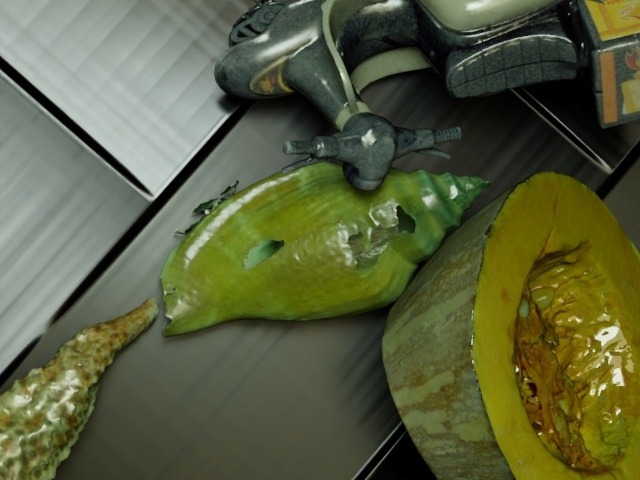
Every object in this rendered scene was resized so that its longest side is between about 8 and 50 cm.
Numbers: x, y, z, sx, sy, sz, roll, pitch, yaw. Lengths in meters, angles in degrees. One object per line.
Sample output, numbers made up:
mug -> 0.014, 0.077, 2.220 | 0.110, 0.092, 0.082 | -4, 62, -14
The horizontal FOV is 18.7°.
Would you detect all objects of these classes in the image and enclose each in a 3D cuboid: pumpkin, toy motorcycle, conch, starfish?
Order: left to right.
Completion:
starfish -> -0.221, 0.161, 1.100 | 0.347, 0.078, 0.358 | 32, 82, -1
conch -> 0.002, 0.000, 1.144 | 0.200, 0.079, 0.095 | -6, 67, 0
toy motorcycle -> 0.070, -0.112, 1.127 | 0.263, 0.091, 0.157 | -15, 46, -1
pumpkin -> 0.112, 0.076, 1.122 | 0.110, 0.217, 0.217 | -14, 86, 30
